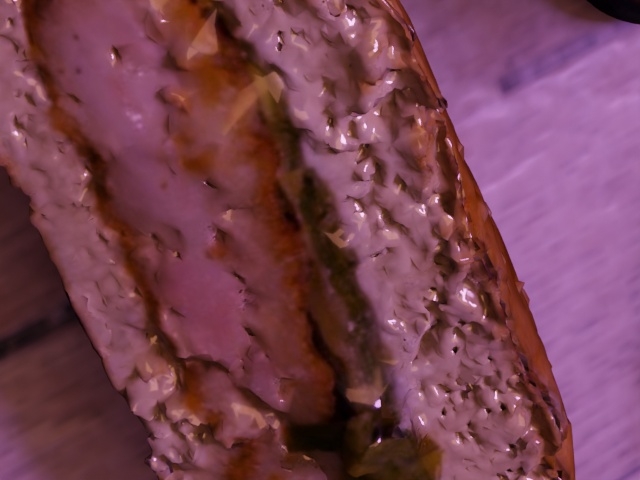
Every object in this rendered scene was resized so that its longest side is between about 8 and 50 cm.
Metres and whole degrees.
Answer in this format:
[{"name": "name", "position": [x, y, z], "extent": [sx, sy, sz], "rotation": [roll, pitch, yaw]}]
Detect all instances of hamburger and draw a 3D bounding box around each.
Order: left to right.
[{"name": "hamburger", "position": [0.000, 0.000, 0.528], "extent": [0.124, 0.131, 0.262], "rotation": [-12, 121, 16]}]

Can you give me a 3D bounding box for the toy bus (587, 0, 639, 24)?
[{"name": "toy bus", "position": [0.197, -0.183, 0.540], "extent": [0.287, 0.194, 0.232], "rotation": [-11, 98, -21]}]
